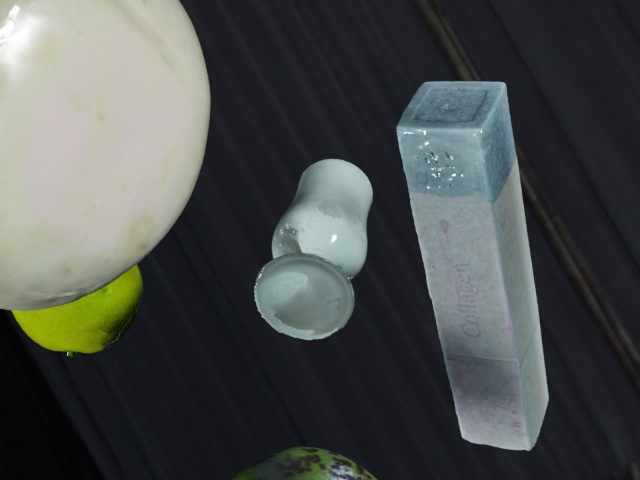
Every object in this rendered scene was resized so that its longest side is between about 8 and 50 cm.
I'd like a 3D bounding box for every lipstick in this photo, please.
[{"bbox_3d":[0.125,0.030,0.824,0.066,0.317,0.068,4,-141,25],"label":"lipstick"}]

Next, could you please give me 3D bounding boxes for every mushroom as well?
[{"bbox_3d":[-0.193,-0.084,0.689,0.246,0.202,0.246,-42,147,-36],"label":"mushroom"}]

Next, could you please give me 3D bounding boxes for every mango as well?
[{"bbox_3d":[-0.358,0.040,1.495,0.185,0.273,0.149,-28,-145,-12],"label":"mango"}]

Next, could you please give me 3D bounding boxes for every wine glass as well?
[{"bbox_3d":[0.000,0.000,1.139,0.103,0.103,0.231,-30,-159,23],"label":"wine glass"}]

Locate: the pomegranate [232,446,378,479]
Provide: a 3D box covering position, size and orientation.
[{"bbox_3d":[0.000,0.368,1.234,0.271,0.254,0.254,16,-166,19],"label":"pomegranate"}]
